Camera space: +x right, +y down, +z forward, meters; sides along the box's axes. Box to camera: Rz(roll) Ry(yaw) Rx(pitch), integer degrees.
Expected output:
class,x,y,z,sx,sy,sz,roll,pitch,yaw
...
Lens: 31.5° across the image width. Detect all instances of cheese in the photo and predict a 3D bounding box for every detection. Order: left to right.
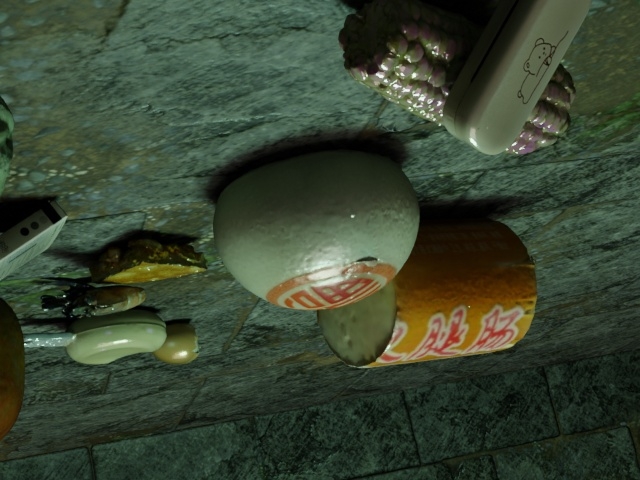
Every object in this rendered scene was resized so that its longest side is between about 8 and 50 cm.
class,x,y,z,sx,sy,sz,roll,pitch,yaw
cheese,-0.393,0.164,1.968,0.163,0.071,0.249,-22,161,29

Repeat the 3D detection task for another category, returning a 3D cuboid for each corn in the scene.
class,x,y,z,sx,sy,sz,roll,pitch,yaw
corn,0.143,-0.167,1.170,0.126,0.127,0.335,-25,158,38

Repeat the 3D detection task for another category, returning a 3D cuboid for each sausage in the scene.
class,x,y,z,sx,sy,sz,roll,pitch,yaw
sausage,0.166,0.083,1.828,0.287,0.233,0.233,-1,160,-30

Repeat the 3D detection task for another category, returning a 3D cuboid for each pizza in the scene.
class,x,y,z,sx,sy,sz,roll,pitch,yaw
pizza,-0.249,0.027,1.651,0.175,0.046,0.134,-5,165,-15

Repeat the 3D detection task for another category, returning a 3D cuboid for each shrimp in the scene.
class,x,y,z,sx,sy,sz,roll,pitch,yaw
shrimp,-0.355,0.085,1.682,0.152,0.046,0.219,1,-177,15

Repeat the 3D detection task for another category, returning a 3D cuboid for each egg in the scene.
class,x,y,z,sx,sy,sz,roll,pitch,yaw
egg,-0.275,0.196,2.145,0.096,0.080,0.080,-12,164,-11

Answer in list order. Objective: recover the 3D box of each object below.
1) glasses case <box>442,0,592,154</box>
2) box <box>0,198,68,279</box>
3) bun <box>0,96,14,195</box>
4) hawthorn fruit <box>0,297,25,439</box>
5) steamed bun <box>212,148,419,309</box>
class,x,y,z,sx,sy,sz,roll,pitch,yaw
glasses case,0.188,-0.178,1.083,0.083,0.050,0.196,20,101,-48
box,-0.427,0.043,1.398,0.247,0.033,0.129,-38,180,-32
bun,-0.350,-0.094,1.008,0.212,0.204,0.126,16,-148,37
hawthorn fruit,-0.547,0.207,1.592,0.267,0.301,0.268,-17,162,-6
steamed bun,0.000,0.000,1.516,0.283,0.177,0.283,-11,163,-3
